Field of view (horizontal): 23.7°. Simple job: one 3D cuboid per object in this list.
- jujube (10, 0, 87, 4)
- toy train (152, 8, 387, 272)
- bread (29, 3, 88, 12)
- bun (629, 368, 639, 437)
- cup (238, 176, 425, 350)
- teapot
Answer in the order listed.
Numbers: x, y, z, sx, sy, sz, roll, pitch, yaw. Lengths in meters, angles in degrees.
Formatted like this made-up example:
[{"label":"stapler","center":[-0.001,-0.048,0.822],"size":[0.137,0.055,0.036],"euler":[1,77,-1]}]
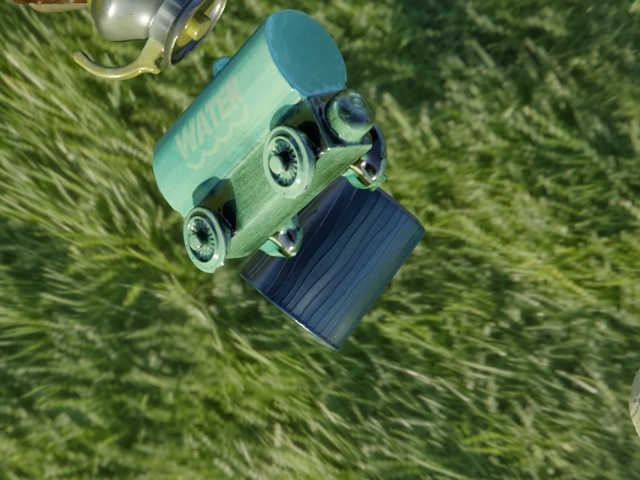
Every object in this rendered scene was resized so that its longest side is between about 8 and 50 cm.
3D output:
[{"label":"jujube","center":[-0.285,-0.313,1.667],"size":[0.176,0.112,0.109],"euler":[-8,111,-21]},{"label":"toy train","center":[-0.049,-0.077,1.222],"size":[0.101,0.248,0.159],"euler":[-15,75,-40]},{"label":"bread","center":[-0.226,-0.360,1.877],"size":[0.305,0.142,0.091],"euler":[-9,44,-24]},{"label":"bun","center":[0.468,0.194,1.689],"size":[0.244,0.244,0.153],"euler":[33,117,-3]},{"label":"cup","center":[0.000,0.000,1.381],"size":[0.150,0.113,0.138],"euler":[39,90,8]},{"label":"teapot","center":[-0.173,-0.229,1.520],"size":[0.119,0.130,0.165],"euler":[36,93,8]}]
